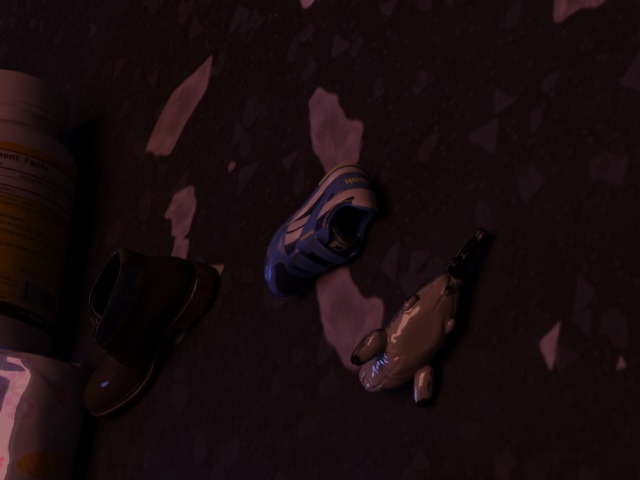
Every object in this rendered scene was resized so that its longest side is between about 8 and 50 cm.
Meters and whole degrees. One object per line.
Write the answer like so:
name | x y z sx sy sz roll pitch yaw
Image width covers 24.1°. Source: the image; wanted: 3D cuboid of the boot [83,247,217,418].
boot | -0.208 0.090 1.517 0.219 0.106 0.082 -51 38 24

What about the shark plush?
shark plush | 0.077 0.055 1.201 0.067 0.073 0.161 -89 21 -79

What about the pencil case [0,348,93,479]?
pencil case | -0.325 0.249 1.586 0.124 0.113 0.273 -4 70 42

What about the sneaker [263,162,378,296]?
sneaker | 0.000 0.000 1.331 0.144 0.053 0.059 -54 39 22

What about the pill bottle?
pill bottle | -0.385 -0.020 1.744 0.188 0.188 0.334 -22 56 47
